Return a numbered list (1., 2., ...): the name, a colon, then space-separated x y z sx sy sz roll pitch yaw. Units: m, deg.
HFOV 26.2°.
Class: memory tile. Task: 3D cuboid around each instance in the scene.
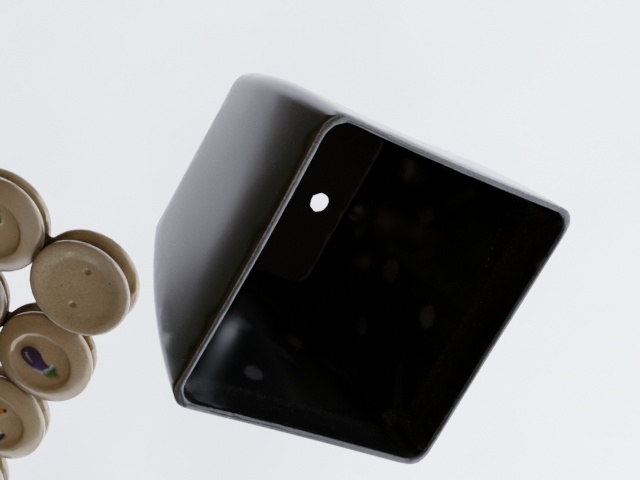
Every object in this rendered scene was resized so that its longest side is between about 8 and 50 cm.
1. memory tile: -0.138 0.031 0.494 0.113 0.012 0.148 36 -59 -3

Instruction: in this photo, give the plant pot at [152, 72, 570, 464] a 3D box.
1. plant pot: 0.000 0.000 0.844 0.187 0.188 0.167 -61 -144 14
